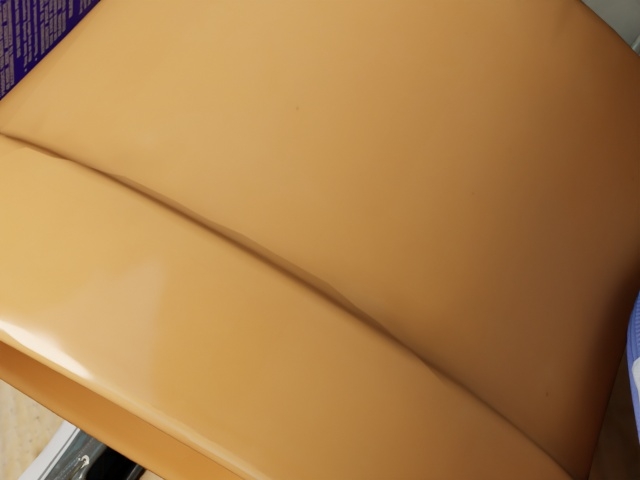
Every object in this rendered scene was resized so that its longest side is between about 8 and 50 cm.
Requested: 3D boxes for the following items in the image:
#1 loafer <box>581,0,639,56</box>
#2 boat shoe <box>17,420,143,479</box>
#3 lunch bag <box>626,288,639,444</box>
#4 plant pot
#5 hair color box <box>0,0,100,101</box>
[{"bbox_3d":[0.020,-0.035,0.870,0.319,0.111,0.112,-31,33,11],"label":"loafer"},{"bbox_3d":[-0.118,0.124,0.919,0.040,0.049,0.142,18,69,36],"label":"boat shoe"},{"bbox_3d":[0.223,0.130,0.592,0.115,0.243,0.303,-40,39,36],"label":"lunch bag"},{"bbox_3d":[0.000,0.000,0.705,0.291,0.291,0.203,23,77,38],"label":"plant pot"},{"bbox_3d":[-0.212,-0.175,1.008,0.185,0.110,0.339,21,45,15],"label":"hair color box"}]
